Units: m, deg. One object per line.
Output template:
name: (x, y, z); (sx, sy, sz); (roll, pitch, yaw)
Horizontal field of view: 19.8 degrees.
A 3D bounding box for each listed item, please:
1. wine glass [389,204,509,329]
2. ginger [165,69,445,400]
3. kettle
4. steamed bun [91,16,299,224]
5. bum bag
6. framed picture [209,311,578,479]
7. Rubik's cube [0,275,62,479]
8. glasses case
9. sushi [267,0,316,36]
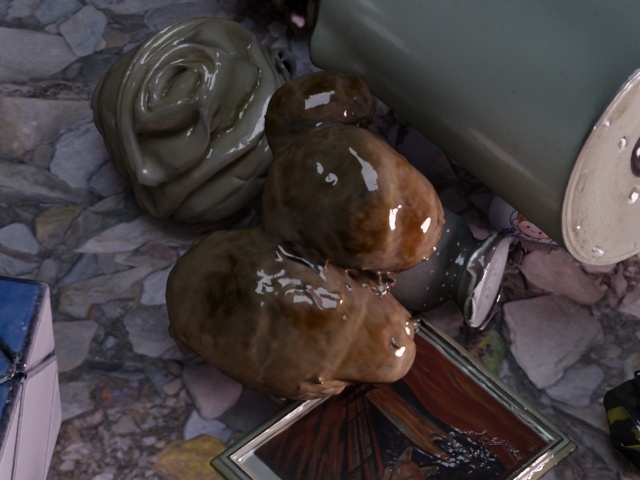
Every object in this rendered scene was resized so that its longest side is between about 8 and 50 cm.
wine glass: (0.076, 0.009, 1.773); (0.204, 0.111, 0.111); (21, 51, 16)
ginger: (0.000, 0.000, 1.673); (0.245, 0.155, 0.304); (25, 89, 28)
kettle: (0.229, -0.213, 1.786); (0.361, 0.250, 0.377); (-45, 55, -10)
steamed bun: (-0.116, -0.131, 1.821); (0.211, 0.144, 0.218); (-26, 73, -3)
bum bag: (0.367, 0.139, 1.713); (0.233, 0.060, 0.106); (-27, 65, -22)
framed picture: (0.069, 0.192, 1.676); (0.273, 0.016, 0.216); (-35, 59, -29)
Rubik's cube: (-0.340, 0.158, 1.550); (0.205, 0.207, 0.205); (7, 47, 4)
glasses case: (0.258, -0.026, 1.845); (0.179, 0.067, 0.045); (7, 49, 2)
sushi: (0.012, -0.358, 2.012); (0.219, 0.238, 0.225); (13, 40, 31)
